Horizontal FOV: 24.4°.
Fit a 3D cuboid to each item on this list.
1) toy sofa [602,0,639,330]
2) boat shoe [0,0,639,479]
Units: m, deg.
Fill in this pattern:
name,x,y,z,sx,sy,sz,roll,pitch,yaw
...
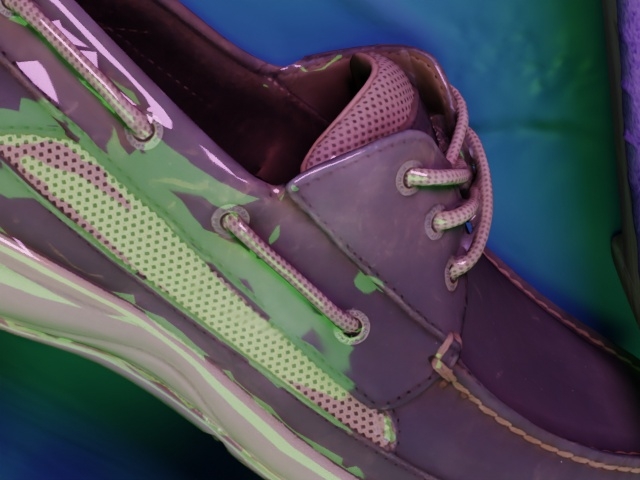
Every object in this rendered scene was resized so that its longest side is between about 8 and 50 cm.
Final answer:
name,x,y,z,sx,sy,sz,roll,pitch,yaw
toy sofa,0.163,-0.096,0.440,0.150,0.177,0.362,-11,124,2
boat shoe,0.000,0.000,0.518,0.355,0.132,0.130,26,118,-21
